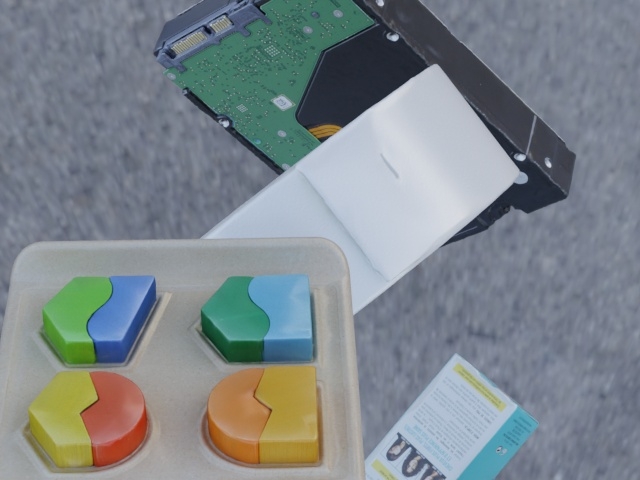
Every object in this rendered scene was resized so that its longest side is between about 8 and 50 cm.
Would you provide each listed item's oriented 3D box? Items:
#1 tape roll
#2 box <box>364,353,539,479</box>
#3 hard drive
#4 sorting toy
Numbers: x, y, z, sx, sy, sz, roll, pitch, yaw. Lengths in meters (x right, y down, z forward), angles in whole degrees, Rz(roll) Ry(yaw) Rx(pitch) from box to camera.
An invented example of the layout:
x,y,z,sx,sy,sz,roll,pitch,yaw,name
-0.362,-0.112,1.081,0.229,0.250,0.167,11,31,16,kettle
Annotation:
x,y,z,sx,sy,sz,roll,pitch,yaw,name
0.000,0.000,1.218,0.286,0.286,0.100,-37,90,-13,tape roll
0.102,0.242,1.761,0.244,0.060,0.100,-50,50,1,box
0.041,-0.122,1.603,0.339,0.237,0.064,39,48,-28,hard drive
-0.076,0.071,0.914,0.193,0.038,0.208,-1,42,-2,sorting toy
